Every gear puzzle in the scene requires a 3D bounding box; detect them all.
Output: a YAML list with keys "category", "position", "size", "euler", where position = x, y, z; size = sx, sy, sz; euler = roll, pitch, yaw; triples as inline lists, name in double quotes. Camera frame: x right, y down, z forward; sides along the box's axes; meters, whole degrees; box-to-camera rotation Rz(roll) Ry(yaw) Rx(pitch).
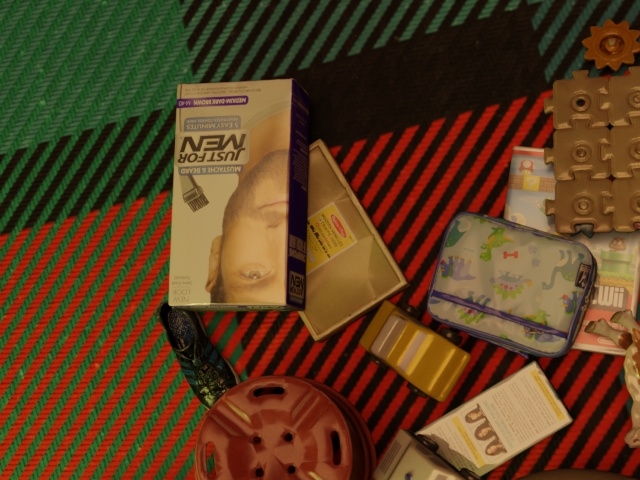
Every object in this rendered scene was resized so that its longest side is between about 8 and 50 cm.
- category: "gear puzzle"
  position: [0.409, -0.162, 1.596]
  size: [0.176, 0.044, 0.338]
  euler: [-2, 71, 15]

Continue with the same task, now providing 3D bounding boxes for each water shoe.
- category: "water shoe"
  position: [-0.192, 0.183, 1.704]
  size: [0.073, 0.080, 0.203]
  euler: [-36, 74, 8]

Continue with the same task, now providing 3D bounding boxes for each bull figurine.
- category: "bull figurine"
  position: [0.484, 0.133, 1.507]
  size: [0.188, 0.101, 0.310]
  euler: [42, 89, -4]

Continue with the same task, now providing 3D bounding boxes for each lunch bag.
- category: "lunch bag"
  position: [0.268, 0.065, 1.568]
  size: [0.219, 0.090, 0.176]
  euler: [19, 90, 18]

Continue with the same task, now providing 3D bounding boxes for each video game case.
- category: "video game case"
  position: [0.360, 0.013, 1.608]
  size: [0.204, 0.025, 0.285]
  euler: [7, 83, 16]

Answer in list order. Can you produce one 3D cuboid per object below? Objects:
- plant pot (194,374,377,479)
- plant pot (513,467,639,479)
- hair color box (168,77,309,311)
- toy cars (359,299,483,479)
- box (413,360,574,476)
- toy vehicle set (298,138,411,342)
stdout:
- category: "plant pot"
  position: [-0.056, 0.301, 1.521]
  size: [0.273, 0.265, 0.272]
  euler: [-1, 75, 2]
- category: "plant pot"
  position: [0.301, 0.416, 1.461]
  size: [0.191, 0.284, 0.284]
  euler: [18, 86, 53]
- category: "hair color box"
  position: [-0.119, -0.065, 1.671]
  size: [0.185, 0.110, 0.338]
  euler: [-1, 83, 14]
- category: "toy cars"
  position: [0.123, 0.232, 1.526]
  size: [0.176, 0.087, 0.393]
  euler: [-29, 49, 31]
- category: "box"
  position: [0.229, 0.276, 1.585]
  size: [0.244, 0.060, 0.100]
  euler: [-32, 74, 8]
- category: "toy vehicle set"
  position: [0.000, 0.000, 1.702]
  size: [0.166, 0.035, 0.266]
  euler: [-32, 75, 9]
